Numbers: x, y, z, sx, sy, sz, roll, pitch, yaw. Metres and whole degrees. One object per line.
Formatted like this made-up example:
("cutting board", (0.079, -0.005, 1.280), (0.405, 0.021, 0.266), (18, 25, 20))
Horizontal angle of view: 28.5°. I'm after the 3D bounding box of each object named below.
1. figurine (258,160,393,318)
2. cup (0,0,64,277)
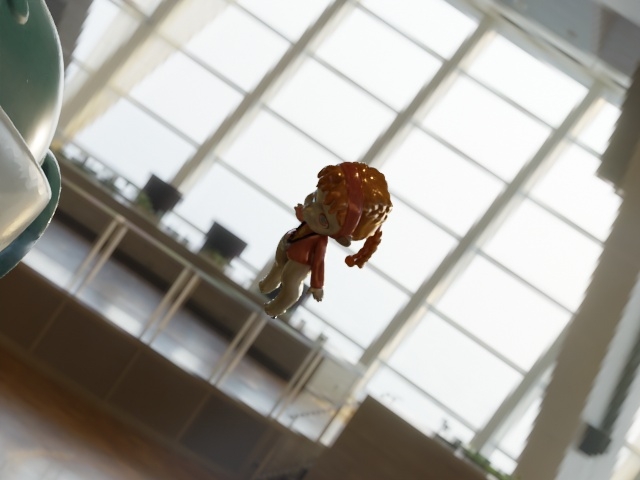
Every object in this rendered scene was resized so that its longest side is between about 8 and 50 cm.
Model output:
("figurine", (0.000, 0.000, 0.662), (0.047, 0.109, 0.064), (8, 49, -31))
("cup", (-0.222, -0.093, 0.516), (0.290, 0.219, 0.257), (30, -21, 39))
